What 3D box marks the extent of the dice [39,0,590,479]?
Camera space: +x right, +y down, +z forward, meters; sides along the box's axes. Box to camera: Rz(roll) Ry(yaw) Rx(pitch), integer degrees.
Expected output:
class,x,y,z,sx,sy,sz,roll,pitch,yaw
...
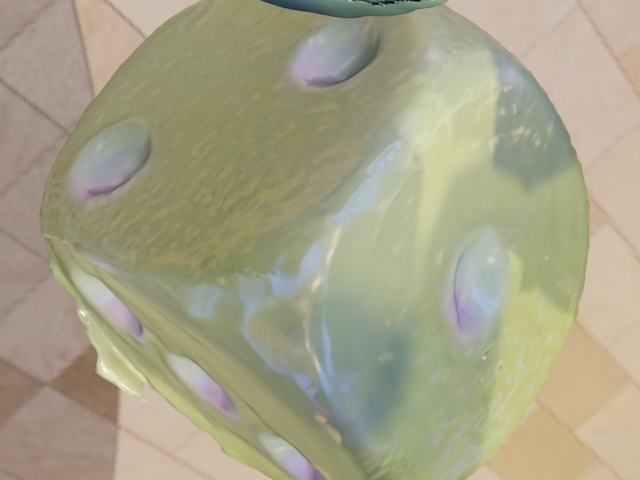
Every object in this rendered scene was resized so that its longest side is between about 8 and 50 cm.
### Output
class,x,y,z,sx,sy,sz,roll,pitch,yaw
dice,0.000,0.000,0.897,0.254,0.250,0.252,-55,134,-23

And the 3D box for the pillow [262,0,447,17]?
class,x,y,z,sx,sy,sz,roll,pitch,yaw
pillow,-0.009,-0.184,0.582,0.086,0.214,0.233,-57,150,-34
